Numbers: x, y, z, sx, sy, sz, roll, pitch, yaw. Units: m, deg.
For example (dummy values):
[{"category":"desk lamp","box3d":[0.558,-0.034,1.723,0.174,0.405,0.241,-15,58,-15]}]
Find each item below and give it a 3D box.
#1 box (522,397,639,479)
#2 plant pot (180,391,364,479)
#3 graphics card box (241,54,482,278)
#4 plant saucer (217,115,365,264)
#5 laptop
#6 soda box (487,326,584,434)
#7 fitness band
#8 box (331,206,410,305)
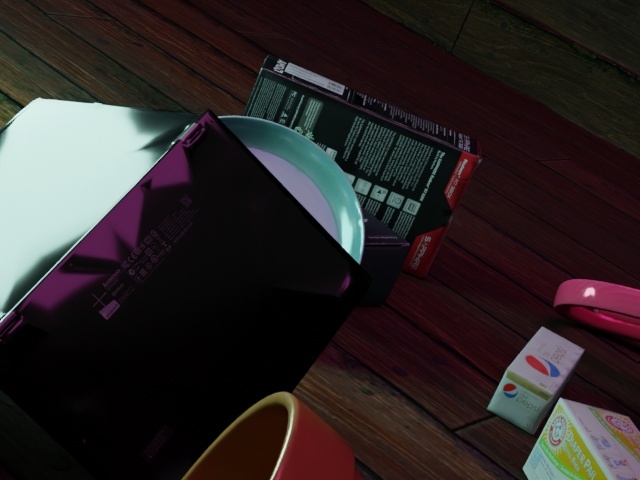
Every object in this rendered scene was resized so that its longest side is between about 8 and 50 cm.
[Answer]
[{"category":"box","box3d":[0.333,0.291,1.490,0.103,0.114,0.203,17,20,-18]},{"category":"plant pot","box3d":[-0.029,0.285,0.926,0.203,0.291,0.291,37,18,-10]},{"category":"graphics card box","box3d":[0.040,-0.115,2.017,0.371,0.233,0.094,21,24,-4]},{"category":"plant saucer","box3d":[-0.098,-0.021,1.692,0.317,0.044,0.318,7,62,-14]},{"category":"laptop","box3d":[-0.232,0.055,1.333,0.408,0.236,0.382,45,54,-9]},{"category":"soda box","box3d":[0.302,0.191,1.771,0.074,0.069,0.216,29,21,14]},{"category":"fitness band","box3d":[0.520,0.121,2.037,0.291,0.054,0.209,13,-11,11]},{"category":"box","box3d":[0.000,0.000,1.864,0.153,0.108,0.207,1,30,-45]}]
